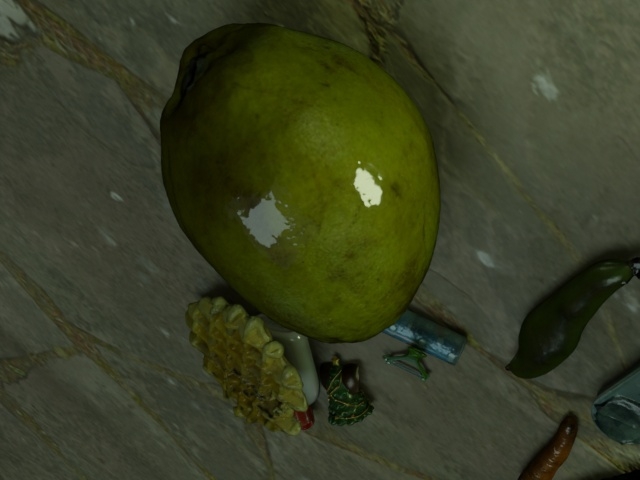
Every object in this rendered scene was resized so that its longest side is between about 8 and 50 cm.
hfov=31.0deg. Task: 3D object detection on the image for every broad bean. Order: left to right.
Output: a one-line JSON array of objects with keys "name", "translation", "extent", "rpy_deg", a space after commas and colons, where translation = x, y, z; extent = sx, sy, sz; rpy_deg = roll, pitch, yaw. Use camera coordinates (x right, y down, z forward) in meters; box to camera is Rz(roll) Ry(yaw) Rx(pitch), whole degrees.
[{"name": "broad bean", "translation": [0.338, 0.098, 1.546], "extent": [0.075, 0.067, 0.325], "rpy_deg": [27, 137, -9]}]

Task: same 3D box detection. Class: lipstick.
[{"name": "lipstick", "translation": [0.135, 0.130, 1.691], "extent": [0.158, 0.048, 0.048], "rpy_deg": [25, 134, 5]}]

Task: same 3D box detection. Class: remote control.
[{"name": "remote control", "translation": [0.470, 0.204, 1.579], "extent": [0.104, 0.052, 0.247], "rpy_deg": [38, 135, -5]}]

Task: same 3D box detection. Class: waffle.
[{"name": "waffle", "translation": [-0.116, 0.191, 1.807], "extent": [0.261, 0.056, 0.250], "rpy_deg": [5, 124, 57]}]

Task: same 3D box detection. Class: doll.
[{"name": "doll", "translation": [0.031, 0.244, 1.820], "extent": [0.078, 0.077, 0.113], "rpy_deg": [-3, 125, 40]}]

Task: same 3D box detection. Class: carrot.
[{"name": "carrot", "translation": [0.349, 0.333, 1.757], "extent": [0.047, 0.047, 0.191], "rpy_deg": [26, 134, 5]}]

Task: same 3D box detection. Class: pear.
[{"name": "pear", "translation": [-0.020, -0.073, 1.404], "extent": [0.352, 0.352, 0.413], "rpy_deg": [-9, 126, 33]}]

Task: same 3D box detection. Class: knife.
[{"name": "knife", "translation": [0.134, 0.173, 1.704], "extent": [0.078, 0.023, 0.166], "rpy_deg": [20, 164, 4]}]

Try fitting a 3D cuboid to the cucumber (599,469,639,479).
[{"name": "cucumber", "translation": [0.434, 0.400, 1.750], "extent": [0.303, 0.072, 0.081], "rpy_deg": [-26, 113, 40]}]

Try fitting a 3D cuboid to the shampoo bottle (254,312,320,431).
[{"name": "shampoo bottle", "translation": [-0.049, 0.215, 1.849], "extent": [0.108, 0.051, 0.221], "rpy_deg": [14, 133, 33]}]
